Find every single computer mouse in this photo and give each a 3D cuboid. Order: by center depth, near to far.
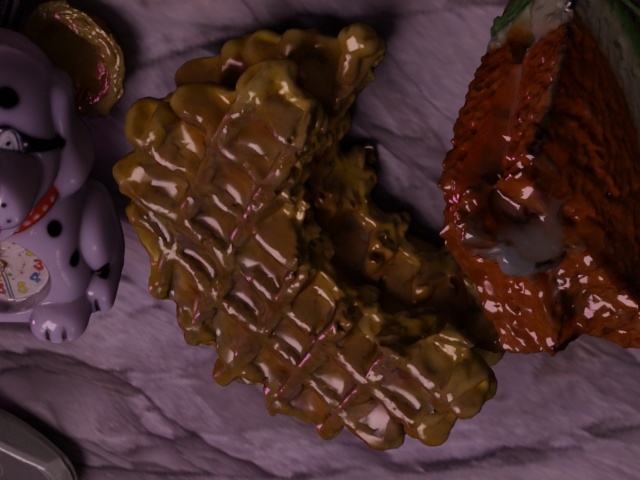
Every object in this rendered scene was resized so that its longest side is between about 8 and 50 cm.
[{"bbox_3d":[-0.306,0.202,1.730,0.181,0.056,0.089,25,138,3],"label":"computer mouse"}]

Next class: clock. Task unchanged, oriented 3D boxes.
[{"bbox_3d":[-0.247,-0.055,1.388,0.189,0.189,0.254,23,144,14],"label":"clock"}]

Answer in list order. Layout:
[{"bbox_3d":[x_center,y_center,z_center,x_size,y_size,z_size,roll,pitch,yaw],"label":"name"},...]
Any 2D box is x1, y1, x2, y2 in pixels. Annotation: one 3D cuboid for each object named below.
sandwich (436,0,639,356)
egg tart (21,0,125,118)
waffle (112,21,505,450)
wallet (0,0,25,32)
[{"bbox_3d":[0.172,-0.030,1.178,0.109,0.212,0.292,-2,137,49],"label":"sandwich"},{"bbox_3d":[-0.189,-0.145,1.403,0.105,0.039,0.105,17,132,20],"label":"egg tart"},{"bbox_3d":[0.000,0.000,1.328,0.261,0.151,0.324,-20,108,45],"label":"waffle"},{"bbox_3d":[-0.339,-0.243,1.411,0.262,0.071,0.221,34,139,8],"label":"wallet"}]
